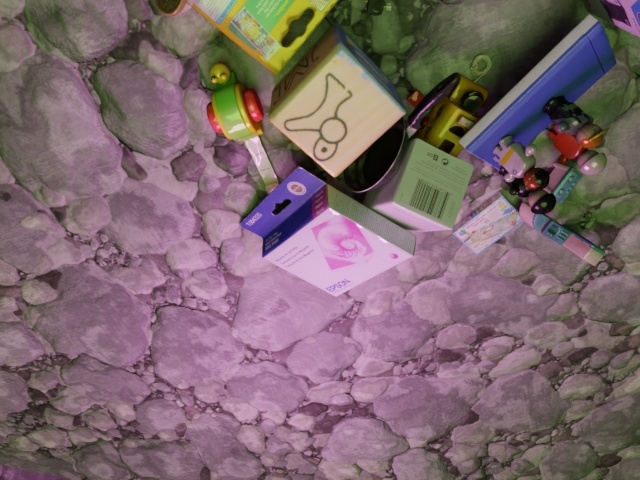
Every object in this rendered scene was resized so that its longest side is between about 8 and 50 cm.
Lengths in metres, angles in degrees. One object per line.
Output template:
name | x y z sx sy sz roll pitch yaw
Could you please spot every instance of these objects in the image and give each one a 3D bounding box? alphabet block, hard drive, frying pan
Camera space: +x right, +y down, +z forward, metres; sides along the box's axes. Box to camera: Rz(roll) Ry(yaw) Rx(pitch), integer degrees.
alphabet block | 0.030 -0.285 1.029 0.197 0.193 0.192 -40 115 22
hard drive | 0.457 -0.290 1.062 0.318 0.040 0.210 -46 151 25
frying pan | 0.157 -0.237 1.069 0.053 0.197 0.326 23 118 -30

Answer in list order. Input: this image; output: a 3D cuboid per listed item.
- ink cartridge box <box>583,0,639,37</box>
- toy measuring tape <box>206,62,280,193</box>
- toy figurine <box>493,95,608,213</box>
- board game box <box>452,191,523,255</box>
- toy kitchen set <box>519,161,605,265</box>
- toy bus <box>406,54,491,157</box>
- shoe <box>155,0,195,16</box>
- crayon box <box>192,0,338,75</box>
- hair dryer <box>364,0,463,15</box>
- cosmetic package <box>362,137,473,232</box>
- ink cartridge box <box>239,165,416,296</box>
ink cartridge box | 0.526 -0.479 0.845 0.129 0.307 0.223 -34 119 22
toy measuring tape | -0.162 -0.225 1.112 0.122 0.121 0.330 -16 123 9
toy figurine | 0.497 -0.176 1.087 0.213 0.148 0.209 -38 154 11
board game box | 0.431 -0.042 1.303 0.103 0.026 0.154 38 115 -24
toy kitchen set | 0.622 -0.066 1.231 0.207 0.122 0.166 24 109 -26
toy bus | 0.300 -0.268 1.100 0.191 0.104 0.202 -16 123 9
shoe | -0.211 -0.487 0.875 0.076 0.058 0.219 44 112 8
crayon box | -0.146 -0.498 0.947 0.323 0.083 0.203 36 116 -22
hair dryer | 0.173 -0.577 0.926 0.224 0.080 0.293 -15 130 -11
cosmetic package | 0.210 -0.114 1.126 0.151 0.184 0.151 23 83 -16
ink cartridge box | 0.000 0.000 1.217 0.330 0.071 0.324 28 146 -20
